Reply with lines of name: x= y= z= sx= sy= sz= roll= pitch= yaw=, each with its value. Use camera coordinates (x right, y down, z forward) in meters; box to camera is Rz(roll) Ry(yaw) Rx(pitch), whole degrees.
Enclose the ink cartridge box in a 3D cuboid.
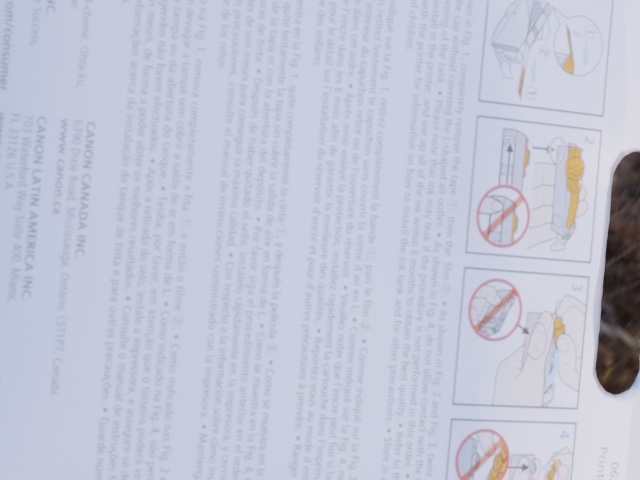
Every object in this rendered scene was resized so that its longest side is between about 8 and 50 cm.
ink cartridge box: x=0.000 y=0.000 z=0.423 sx=0.179 sy=0.045 sz=0.145 roll=5 pitch=91 yaw=-30
